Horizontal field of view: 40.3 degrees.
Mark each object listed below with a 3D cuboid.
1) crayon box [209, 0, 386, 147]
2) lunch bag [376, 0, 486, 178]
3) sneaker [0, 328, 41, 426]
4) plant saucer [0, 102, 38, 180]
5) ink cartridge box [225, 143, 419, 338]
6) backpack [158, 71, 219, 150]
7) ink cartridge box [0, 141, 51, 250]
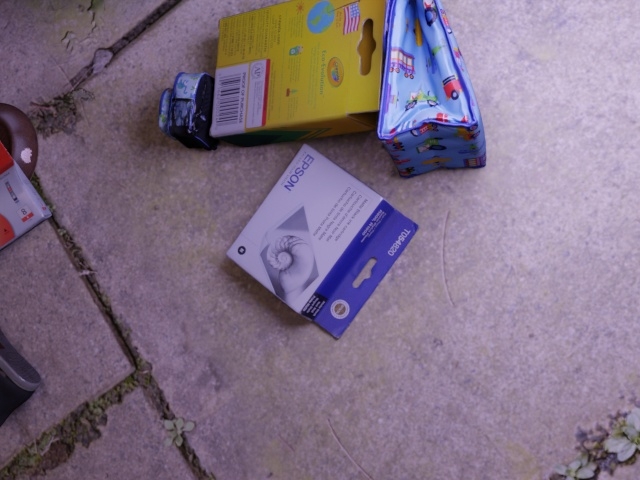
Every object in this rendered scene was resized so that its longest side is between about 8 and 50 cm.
[{"bbox_3d":[-0.020,-0.260,1.325,0.319,0.081,0.202,-2,81,37],"label":"crayon box"},{"bbox_3d":[0.151,-0.262,1.248,0.138,0.221,0.293,-7,78,12],"label":"lunch bag"},{"bbox_3d":[-0.586,0.209,1.475,0.222,0.083,0.118,43,96,17],"label":"sneaker"},{"bbox_3d":[-0.600,-0.155,1.560,0.199,0.036,0.198,-3,81,17],"label":"plant saucer"},{"bbox_3d":[0.000,0.000,1.347,0.224,0.045,0.223,36,93,18],"label":"ink cartridge box"},{"bbox_3d":[-0.211,-0.213,1.413,0.084,0.105,0.114,6,81,17],"label":"backpack"},{"bbox_3d":[-0.575,-0.077,1.507,0.145,0.045,0.179,-33,97,9],"label":"ink cartridge box"}]
